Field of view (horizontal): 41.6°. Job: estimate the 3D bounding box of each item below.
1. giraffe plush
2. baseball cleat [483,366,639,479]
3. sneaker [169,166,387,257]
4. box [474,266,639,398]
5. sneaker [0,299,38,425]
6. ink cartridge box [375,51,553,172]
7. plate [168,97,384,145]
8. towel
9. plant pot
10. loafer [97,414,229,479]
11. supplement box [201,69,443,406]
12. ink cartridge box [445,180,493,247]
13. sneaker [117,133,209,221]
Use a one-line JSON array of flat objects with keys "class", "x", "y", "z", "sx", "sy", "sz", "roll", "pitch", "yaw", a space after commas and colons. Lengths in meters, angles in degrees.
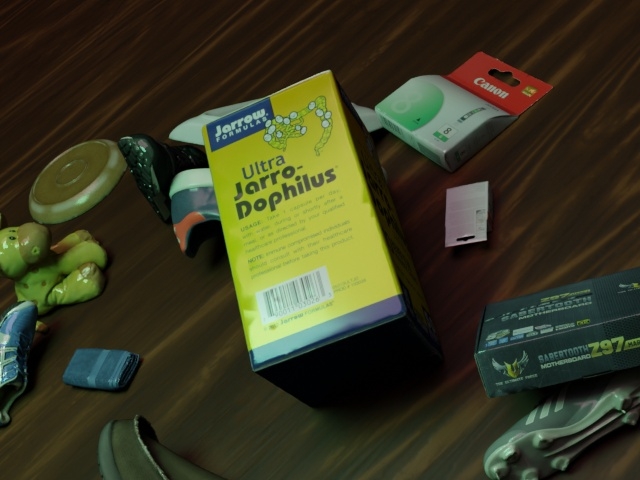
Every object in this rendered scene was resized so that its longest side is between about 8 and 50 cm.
[{"class": "giraffe plush", "x": -0.496, "y": 0.034, "z": 1.450, "sx": 0.210, "sy": 0.170, "sz": 0.181, "roll": -41, "pitch": 42, "yaw": -11}, {"class": "baseball cleat", "x": 0.262, "y": 0.190, "z": 0.923, "sx": 0.206, "sy": 0.072, "sz": 0.109, "roll": -25, "pitch": 27, "yaw": 0}, {"class": "sneaker", "x": -0.065, "y": -0.040, "z": 1.319, "sx": 0.350, "sy": 0.131, "sz": 0.148, "roll": -7, "pitch": 72, "yaw": 13}, {"class": "box", "x": 0.293, "y": 0.092, "z": 0.929, "sx": 0.233, "sy": 0.059, "sz": 0.183, "roll": -16, "pitch": 7, "yaw": 18}, {"class": "sneaker", "x": -0.498, "y": 0.200, "z": 1.356, "sx": 0.081, "sy": 0.080, "sz": 0.211, "roll": 12, "pitch": 75, "yaw": 24}, {"class": "ink cartridge box", "x": 0.228, "y": -0.228, "z": 1.353, "sx": 0.225, "sy": 0.056, "sz": 0.181, "roll": -40, "pitch": 47, "yaw": -9}, {"class": "plate", "x": -0.069, "y": -0.202, "z": 1.420, "sx": 0.277, "sy": 0.045, "sz": 0.278, "roll": 15, "pitch": 26, "yaw": 39}, {"class": "towel", "x": -0.338, "y": 0.199, "z": 1.297, "sx": 0.119, "sy": 0.029, "sz": 0.067, "roll": 0, "pitch": 49, "yaw": 30}, {"class": "plant pot", "x": -0.505, "y": -0.131, "z": 1.730, "sx": 0.236, "sy": 0.032, "sz": 0.236, "roll": -18, "pitch": 41, "yaw": 16}, {"class": "loafer", "x": -0.140, "y": 0.330, "z": 0.983, "sx": 0.130, "sy": 0.134, "sz": 0.366, "roll": -36, "pitch": 50, "yaw": -12}, {"class": "supplement box", "x": 0.000, "y": 0.000, "z": 1.085, "sx": 0.195, "sy": 0.194, "sz": 0.356, "roll": -22, "pitch": 61, "yaw": 12}, {"class": "ink cartridge box", "x": 0.210, "y": -0.030, "z": 1.193, "sx": 0.063, "sy": 0.029, "sz": 0.115, "roll": -11, "pitch": 46, "yaw": 22}, {"class": "sneaker", "x": -0.253, "y": -0.132, "z": 1.414, "sx": 0.124, "sy": 0.283, "sz": 0.107, "roll": -34, "pitch": 82, "yaw": -11}]
